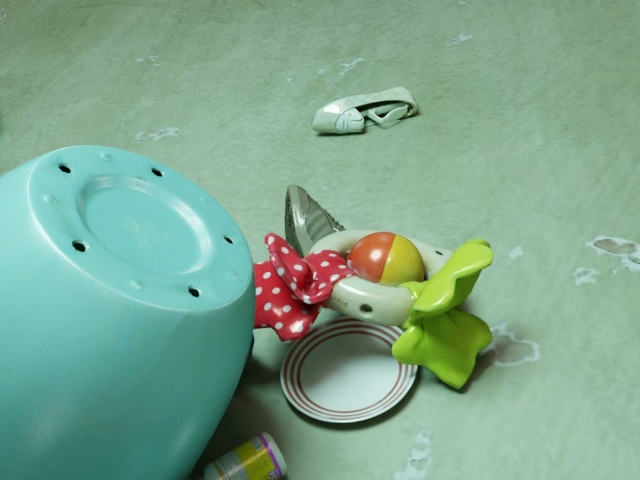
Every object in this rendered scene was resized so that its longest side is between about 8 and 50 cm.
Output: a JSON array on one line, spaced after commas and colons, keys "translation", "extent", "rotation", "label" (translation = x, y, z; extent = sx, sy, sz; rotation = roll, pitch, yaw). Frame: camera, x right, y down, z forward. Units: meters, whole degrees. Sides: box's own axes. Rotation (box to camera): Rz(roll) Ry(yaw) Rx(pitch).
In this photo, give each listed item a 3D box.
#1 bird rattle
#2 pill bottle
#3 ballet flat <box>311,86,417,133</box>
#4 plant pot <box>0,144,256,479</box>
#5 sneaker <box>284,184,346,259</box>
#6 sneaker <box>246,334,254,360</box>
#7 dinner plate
[{"translation": [0.052, 0.049, 0.764], "extent": [0.253, 0.143, 0.207], "rotation": [5, 22, 14], "label": "bird rattle"}, {"translation": [-0.075, 0.210, 0.663], "extent": [0.083, 0.043, 0.043], "rotation": [-26, 40, -18], "label": "pill bottle"}, {"translation": [0.069, -0.195, 1.132], "extent": [0.168, 0.057, 0.052], "rotation": [-20, 48, -10], "label": "ballet flat"}, {"translation": [-0.188, 0.067, 0.611], "extent": [0.293, 0.235, 0.293], "rotation": [28, 29, -17], "label": "plant pot"}, {"translation": [0.000, 0.000, 0.909], "extent": [0.071, 0.066, 0.188], "rotation": [-1, 41, -14], "label": "sneaker"}, {"translation": [-0.142, 0.024, 0.862], "extent": [0.131, 0.112, 0.319], "rotation": [-30, 43, -21], "label": "sneaker"}, {"translation": [0.029, 0.132, 0.758], "extent": [0.141, 0.017, 0.141], "rotation": [-8, 37, 6], "label": "dinner plate"}]
